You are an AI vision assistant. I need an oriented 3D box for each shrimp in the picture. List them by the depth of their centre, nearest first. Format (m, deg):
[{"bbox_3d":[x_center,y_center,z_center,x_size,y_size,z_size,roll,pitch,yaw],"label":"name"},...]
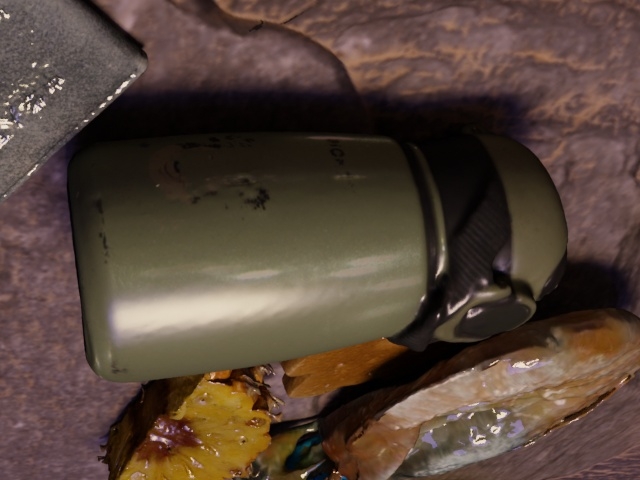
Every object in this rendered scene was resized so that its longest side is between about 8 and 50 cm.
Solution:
[{"bbox_3d":[0.101,0.171,1.101,0.445,0.110,0.221,-29,156,26],"label":"shrimp"}]

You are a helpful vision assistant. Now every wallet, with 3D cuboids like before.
[{"bbox_3d":[-0.234,-0.082,0.722,0.222,0.036,0.167,-40,137,9],"label":"wallet"}]

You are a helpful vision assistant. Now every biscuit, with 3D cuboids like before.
[{"bbox_3d":[0.047,0.076,1.009,0.212,0.041,0.239,-18,157,9],"label":"biscuit"}]

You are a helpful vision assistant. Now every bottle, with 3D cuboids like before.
[{"bbox_3d":[0.001,0.002,0.829,0.346,0.169,0.168,-5,143,-10],"label":"bottle"}]

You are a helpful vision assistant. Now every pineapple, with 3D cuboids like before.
[{"bbox_3d":[-0.106,0.180,1.111,0.135,0.080,0.233,16,136,-34],"label":"pineapple"}]
